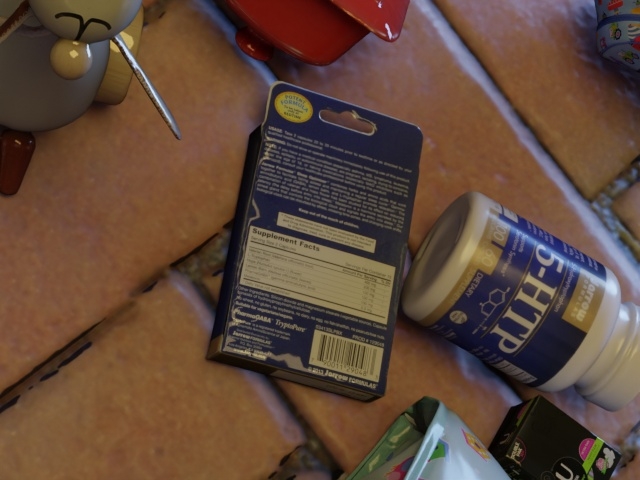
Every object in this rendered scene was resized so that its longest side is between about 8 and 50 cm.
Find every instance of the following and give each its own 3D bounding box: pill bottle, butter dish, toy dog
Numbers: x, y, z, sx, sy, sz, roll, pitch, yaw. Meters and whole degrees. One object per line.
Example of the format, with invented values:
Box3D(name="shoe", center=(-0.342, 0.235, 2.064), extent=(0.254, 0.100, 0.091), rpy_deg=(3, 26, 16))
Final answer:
Box3D(name="pill bottle", center=(0.167, 0.052, 1.465), extent=(0.187, 0.112, 0.112), rpy_deg=(29, 66, -11))
Box3D(name="butter dish", center=(-0.022, -0.190, 1.467), extent=(0.160, 0.118, 0.160), rpy_deg=(36, 24, -8))
Box3D(name="toy dog", center=(-0.196, -0.114, 1.287), extent=(0.220, 0.334, 0.161), rpy_deg=(7, 88, 6))

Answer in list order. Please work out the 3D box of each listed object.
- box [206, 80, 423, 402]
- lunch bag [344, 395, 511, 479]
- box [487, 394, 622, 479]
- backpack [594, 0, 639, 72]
Box3D(name="box", center=(0.000, 0.000, 1.455), extent=(0.136, 0.036, 0.225), rpy_deg=(17, 70, -17))
Box3D(name="lunch bag", center=(0.101, 0.252, 1.349), extent=(0.223, 0.160, 0.262), rpy_deg=(44, 30, -4))
Box3D(name="box", center=(0.177, 0.171, 1.465), extent=(0.083, 0.052, 0.062), rpy_deg=(37, 64, -7))
Box3D(name="backpack", center=(0.307, -0.167, 1.569), extent=(0.173, 0.158, 0.116), rpy_deg=(11, 88, -5))
